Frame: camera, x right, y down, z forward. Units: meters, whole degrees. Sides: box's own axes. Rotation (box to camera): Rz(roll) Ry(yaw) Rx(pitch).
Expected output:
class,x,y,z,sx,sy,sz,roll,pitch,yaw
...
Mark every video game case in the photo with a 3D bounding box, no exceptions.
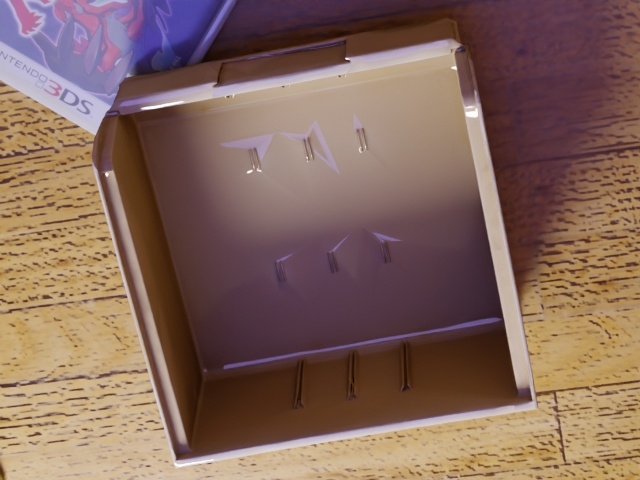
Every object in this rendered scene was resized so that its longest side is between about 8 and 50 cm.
class,x,y,z,sx,sy,sz,roll,pitch,yaw
video game case,-0.158,-0.183,1.288,0.183,0.023,0.201,30,111,-7

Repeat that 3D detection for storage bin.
class,x,y,z,sx,sy,sz,roll,pitch,yaw
storage bin,0.000,0.000,1.279,0.262,0.123,0.260,-10,114,7

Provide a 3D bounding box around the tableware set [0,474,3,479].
class,x,y,z,sx,sy,sz,roll,pitch,yaw
tableware set,-0.323,0.196,1.454,0.154,0.024,0.104,40,110,-11
